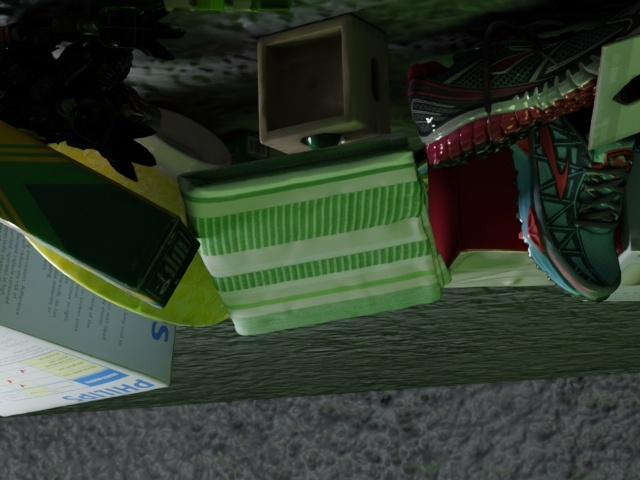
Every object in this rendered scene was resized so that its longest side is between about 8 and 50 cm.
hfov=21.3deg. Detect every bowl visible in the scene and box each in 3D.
[{"bbox_3d":[-0.184,-0.054,1.886,0.289,0.289,0.156,11,118,-42],"label":"bowl"}]

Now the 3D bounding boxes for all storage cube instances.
[{"bbox_3d":[0.222,-0.059,1.903,0.183,0.193,0.215,0,167,-6],"label":"storage cube"}]

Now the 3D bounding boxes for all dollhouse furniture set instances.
[{"bbox_3d":[-0.079,-0.233,1.509,0.076,0.059,0.151,-3,-172,-29],"label":"dollhouse furniture set"}]

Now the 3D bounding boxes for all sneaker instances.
[{"bbox_3d":[0.263,-0.068,1.725,0.104,0.262,0.125,-13,176,-41],"label":"sneaker"},{"bbox_3d":[0.210,-0.171,1.641,0.299,0.112,0.121,-25,173,28],"label":"sneaker"}]

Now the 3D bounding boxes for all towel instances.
[{"bbox_3d":[0.000,0.000,1.759,0.247,0.038,0.325,-11,151,5],"label":"towel"}]

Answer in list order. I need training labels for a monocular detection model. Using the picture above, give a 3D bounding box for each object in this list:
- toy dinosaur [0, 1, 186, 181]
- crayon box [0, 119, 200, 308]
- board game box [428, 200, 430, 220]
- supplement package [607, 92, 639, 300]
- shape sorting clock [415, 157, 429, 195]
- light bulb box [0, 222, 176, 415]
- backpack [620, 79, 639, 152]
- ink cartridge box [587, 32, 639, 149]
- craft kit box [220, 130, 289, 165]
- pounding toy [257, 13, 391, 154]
[{"bbox_3d":[-0.259,-0.145,1.614,0.218,0.164,0.322,7,-167,36],"label":"toy dinosaur"},{"bbox_3d":[-0.281,-0.051,1.612,0.323,0.083,0.203,29,175,5],"label":"crayon box"},{"bbox_3d":[0.152,-0.028,2.251,0.160,0.039,0.211,2,176,30],"label":"board game box"},{"bbox_3d":[0.414,-0.051,1.946,0.199,0.198,0.263,-1,166,-3],"label":"supplement package"},{"bbox_3d":[0.213,-0.083,2.122,0.206,0.040,0.206,-2,167,0],"label":"shape sorting clock"},{"bbox_3d":[-0.417,0.052,2.097,0.358,0.225,0.361,-14,152,42],"label":"light bulb box"},{"bbox_3d":[0.376,-0.148,1.771,0.120,0.098,0.101,-12,-174,6],"label":"backpack"},{"bbox_3d":[0.365,-0.189,1.543,0.261,0.066,0.296,-16,165,2],"label":"ink cartridge box"},{"bbox_3d":[-0.083,-0.064,2.141,0.249,0.061,0.246,11,164,-42],"label":"craft kit box"},{"bbox_3d":[0.004,-0.131,1.685,0.130,0.141,0.100,-10,164,32],"label":"pounding toy"}]
